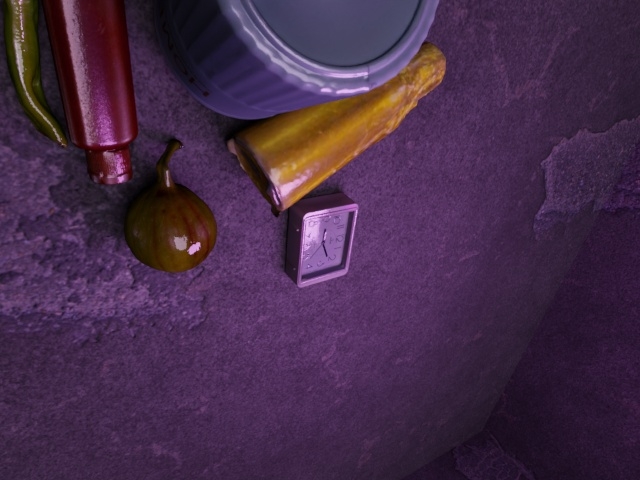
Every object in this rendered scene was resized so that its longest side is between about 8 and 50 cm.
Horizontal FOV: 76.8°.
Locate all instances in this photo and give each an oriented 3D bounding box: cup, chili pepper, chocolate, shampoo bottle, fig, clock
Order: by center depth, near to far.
[{"bbox_3d":[-0.041,-0.317,0.471,0.256,0.311,0.332,5,101,-28],"label":"cup"},{"bbox_3d":[-0.367,-0.218,0.513,0.050,0.052,0.202,-11,124,-30],"label":"chili pepper"},{"bbox_3d":[-0.303,-0.207,0.550,0.102,0.064,0.261,-42,147,-54],"label":"shampoo bottle"},{"bbox_3d":[-0.240,-0.039,0.664,0.148,0.142,0.187,-43,156,-43],"label":"fig"},{"bbox_3d":[0.057,-0.223,0.746,0.445,0.162,0.162,-35,134,-14],"label":"chocolate"},{"bbox_3d":[0.000,0.000,0.922,0.149,0.063,0.198,-13,126,-30],"label":"clock"}]
